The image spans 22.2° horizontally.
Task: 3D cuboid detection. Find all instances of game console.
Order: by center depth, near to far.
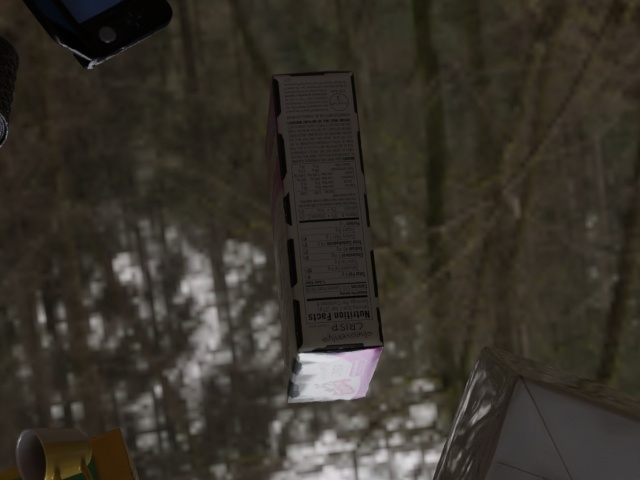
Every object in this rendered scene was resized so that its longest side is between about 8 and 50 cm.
[{"bbox_3d":[-0.158,-0.174,1.001,0.107,0.122,0.071,-33,171,-27],"label":"game console"}]

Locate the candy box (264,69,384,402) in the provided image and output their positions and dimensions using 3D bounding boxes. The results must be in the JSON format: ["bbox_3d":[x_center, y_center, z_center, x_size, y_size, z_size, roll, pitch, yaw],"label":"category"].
[{"bbox_3d":[0.000,0.000,1.324,0.071,0.233,0.159,-3,162,-5],"label":"candy box"}]

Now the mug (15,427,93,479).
[{"bbox_3d":[-0.270,0.228,1.683,0.064,0.078,0.062,-5,158,-41],"label":"mug"}]

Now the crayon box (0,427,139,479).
[{"bbox_3d":[-0.364,0.386,1.857,0.363,0.106,0.313,-20,-156,-7],"label":"crayon box"}]

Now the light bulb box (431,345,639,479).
[{"bbox_3d":[0.274,0.257,1.354,0.358,0.225,0.361,20,180,2],"label":"light bulb box"}]

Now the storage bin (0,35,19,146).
[{"bbox_3d":[-0.305,-0.082,1.122,0.180,0.122,0.084,-39,-147,27],"label":"storage bin"}]
